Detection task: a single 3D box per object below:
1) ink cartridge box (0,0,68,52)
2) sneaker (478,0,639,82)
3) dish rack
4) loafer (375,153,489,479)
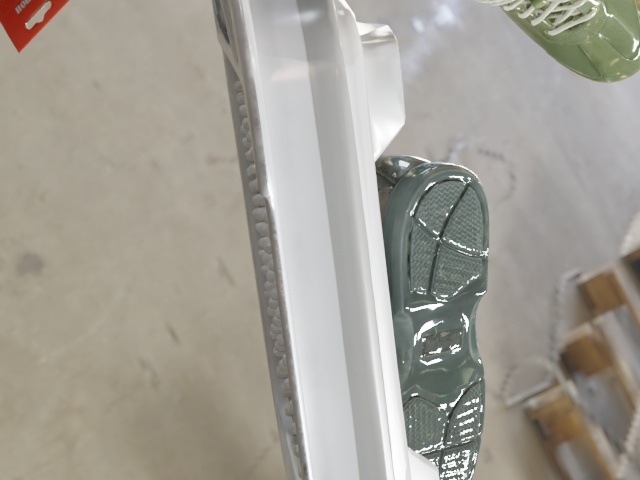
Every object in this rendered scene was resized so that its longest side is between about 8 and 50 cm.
[{"bbox_3d":[-0.220,-0.187,1.102,0.115,0.063,0.029,56,27,14],"label":"ink cartridge box"},{"bbox_3d":[0.093,-0.138,0.831,0.192,0.064,0.086,46,35,-17],"label":"sneaker"},{"bbox_3d":[0.000,0.000,0.821,0.285,0.072,0.332,-111,-166,-69],"label":"dish rack"},{"bbox_3d":[0.048,0.077,1.033,0.096,0.084,0.267,-2,105,-35],"label":"loafer"}]
